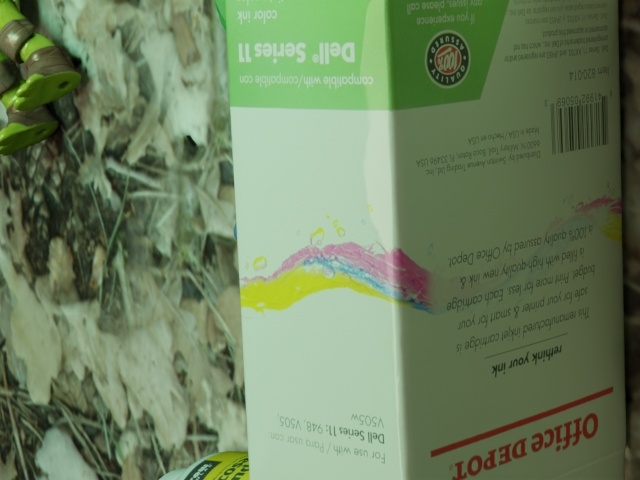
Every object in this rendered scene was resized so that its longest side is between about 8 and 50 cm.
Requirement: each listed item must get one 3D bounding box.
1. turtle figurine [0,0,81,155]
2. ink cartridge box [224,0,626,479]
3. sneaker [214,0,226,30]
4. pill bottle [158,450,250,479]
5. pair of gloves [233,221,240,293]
[{"bbox_3d":[-0.284,-0.182,1.525,0.269,0.087,0.217,-44,69,38],"label":"turtle figurine"},{"bbox_3d":[0.063,0.028,0.994,0.119,0.207,0.353,5,100,41],"label":"ink cartridge box"},{"bbox_3d":[-0.094,-0.259,1.236,0.123,0.109,0.295,-48,59,42],"label":"sneaker"},{"bbox_3d":[-0.044,0.197,1.267,0.184,0.103,0.103,-5,93,53],"label":"pill bottle"},{"bbox_3d":[0.000,0.000,1.227,0.198,0.023,0.159,38,125,48],"label":"pair of gloves"}]
